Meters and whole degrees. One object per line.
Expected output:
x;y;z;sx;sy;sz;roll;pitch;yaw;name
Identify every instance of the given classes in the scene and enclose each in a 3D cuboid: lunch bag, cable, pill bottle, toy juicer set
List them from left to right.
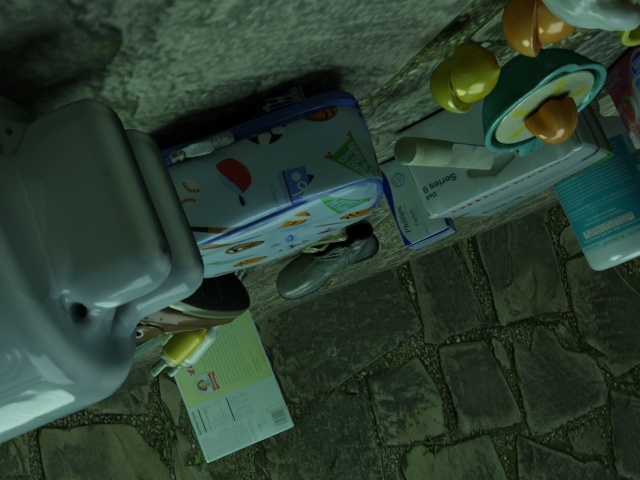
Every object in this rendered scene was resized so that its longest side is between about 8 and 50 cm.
-0.111;0.066;1.126;0.287;0.072;0.139;-42;178;19;cable
-0.068;-0.042;0.842;0.243;0.115;0.303;-20;173;-2;lunch bag
0.186;-0.127;0.831;0.209;0.089;0.329;-15;157;-32;toy juicer set
0.448;-0.096;1.373;0.146;0.264;0.146;-23;173;-3;pill bottle

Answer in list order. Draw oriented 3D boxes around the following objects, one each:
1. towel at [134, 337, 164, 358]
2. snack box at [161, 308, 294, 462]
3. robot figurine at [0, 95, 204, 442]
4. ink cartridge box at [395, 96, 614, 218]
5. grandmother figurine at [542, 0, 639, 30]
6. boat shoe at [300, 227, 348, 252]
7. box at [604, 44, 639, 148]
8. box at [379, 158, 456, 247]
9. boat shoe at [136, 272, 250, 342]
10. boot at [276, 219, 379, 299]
-0.208;0.079;1.222;0.324;0.056;0.312;-29;168;-50;towel
-0.198;0.255;1.717;0.187;0.322;0.060;-20;173;-13;snack box
-0.255;0.041;0.523;0.353;0.200;0.300;-23;167;5;robot figurine
0.255;-0.124;1.152;0.211;0.122;0.289;-26;171;23;ink cartridge box
0.304;-0.247;0.578;0.342;0.104;0.208;-24;145;33;grandmother figurine
0.002;-0.001;1.558;0.056;0.048;0.153;-17;171;-34;boat shoe
0.488;-0.224;1.125;0.128;0.123;0.257;-23;172;-3;box
0.144;-0.058;1.277;0.072;0.126;0.137;-23;173;12;box
-0.216;0.058;0.945;0.307;0.111;0.104;15;125;-46;boat shoe
0.001;0.031;1.741;0.246;0.083;0.161;-29;165;7;boot
